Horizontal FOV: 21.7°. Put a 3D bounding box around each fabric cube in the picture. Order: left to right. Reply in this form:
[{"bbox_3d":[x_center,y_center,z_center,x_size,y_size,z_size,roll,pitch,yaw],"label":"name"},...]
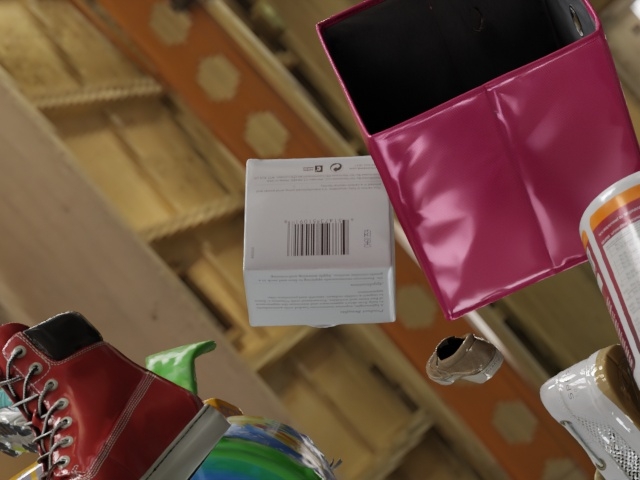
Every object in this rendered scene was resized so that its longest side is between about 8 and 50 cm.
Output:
[{"bbox_3d":[0.177,-0.124,1.759,0.254,0.259,0.258,-111,-4,-55],"label":"fabric cube"}]

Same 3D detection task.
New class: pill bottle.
[{"bbox_3d":[0.295,0.059,1.325,0.121,0.121,0.221,28,-142,-49],"label":"pill bottle"}]

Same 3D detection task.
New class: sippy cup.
[{"bbox_3d":[-0.072,0.250,1.387,0.240,0.305,0.224,20,-169,1],"label":"sippy cup"}]

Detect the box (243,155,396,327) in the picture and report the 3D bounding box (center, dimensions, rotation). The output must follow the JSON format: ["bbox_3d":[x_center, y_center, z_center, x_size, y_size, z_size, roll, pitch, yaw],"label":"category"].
[{"bbox_3d":[0.000,0.000,2.033,0.119,0.181,0.182,86,-177,-51],"label":"box"}]

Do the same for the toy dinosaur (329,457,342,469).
[{"bbox_3d":[-0.026,0.224,1.588,0.047,0.090,0.082,47,168,3],"label":"toy dinosaur"}]

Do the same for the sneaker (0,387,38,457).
[{"bbox_3d":[-0.445,0.251,2.449,0.107,0.275,0.110,42,-117,-26],"label":"sneaker"}]

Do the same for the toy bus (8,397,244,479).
[{"bbox_3d":[-0.234,0.282,1.998,0.108,0.332,0.130,31,-149,-49],"label":"toy bus"}]

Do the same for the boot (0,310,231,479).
[{"bbox_3d":[-0.185,0.146,1.141,0.176,0.088,0.244,37,-148,1],"label":"boot"}]

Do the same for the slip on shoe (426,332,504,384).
[{"bbox_3d":[0.126,0.108,1.565,0.041,0.051,0.135,40,170,-12],"label":"slip on shoe"}]

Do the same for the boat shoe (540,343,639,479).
[{"bbox_3d":[0.299,0.207,1.544,0.277,0.096,0.098,51,-144,-24],"label":"boat shoe"}]
